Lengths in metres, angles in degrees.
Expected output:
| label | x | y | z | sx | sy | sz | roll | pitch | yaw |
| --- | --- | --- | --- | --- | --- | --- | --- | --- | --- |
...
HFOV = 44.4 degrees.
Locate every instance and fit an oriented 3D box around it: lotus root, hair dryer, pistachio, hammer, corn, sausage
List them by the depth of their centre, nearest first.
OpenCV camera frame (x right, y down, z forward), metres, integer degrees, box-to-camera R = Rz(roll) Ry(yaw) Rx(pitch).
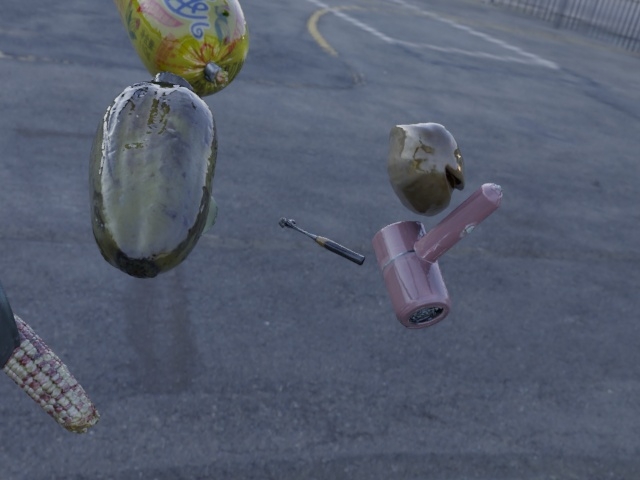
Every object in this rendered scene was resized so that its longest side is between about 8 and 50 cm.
| label | x | y | z | sx | sy | sz | roll | pitch | yaw |
| --- | --- | --- | --- | --- | --- | --- | --- | --- | --- |
| lotus root | -0.119 | -0.047 | 0.555 | 0.089 | 0.081 | 0.179 | 0 | 55 | 0 |
| sausage | -0.170 | -0.281 | 0.866 | 0.123 | 0.123 | 0.347 | -3 | 48 | -33 |
| corn | -0.430 | 0.201 | 1.193 | 0.237 | 0.079 | 0.079 | 48 | 25 | -2 |
| hammer | 0.000 | 0.000 | 1.578 | 0.201 | 0.021 | 0.078 | 27 | 4 | 21 |
| hair dryer | 0.259 | 0.011 | 1.627 | 0.125 | 0.352 | 0.210 | 10 | 50 | -34 |
| pistachio | 0.217 | -0.155 | 1.680 | 0.197 | 0.166 | 0.288 | 44 | -7 | 16 |

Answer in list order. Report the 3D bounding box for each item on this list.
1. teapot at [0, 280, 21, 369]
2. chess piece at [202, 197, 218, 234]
| label | x | y | z | sx | sy | sz | roll | pitch | yaw |
| --- | --- | --- | --- | --- | --- | --- | --- | --- | --- |
| teapot | -0.443 | 0.072 | 0.785 | 0.225 | 0.171 | 0.203 | -22 | 64 | -27 |
| chess piece | -0.369 | -0.116 | 1.966 | 0.133 | 0.133 | 0.243 | -5 | 31 | -36 |
